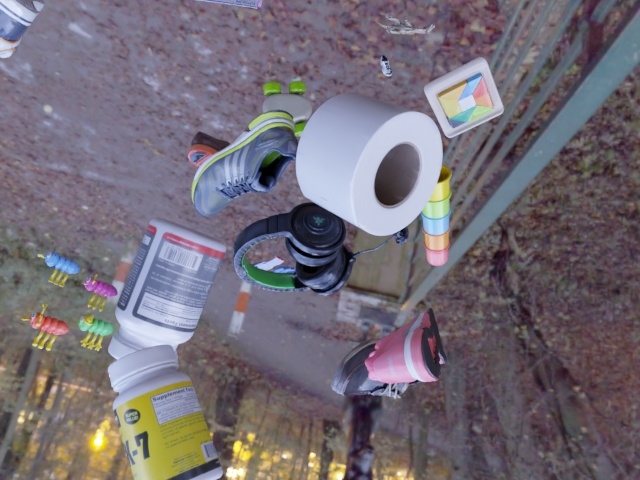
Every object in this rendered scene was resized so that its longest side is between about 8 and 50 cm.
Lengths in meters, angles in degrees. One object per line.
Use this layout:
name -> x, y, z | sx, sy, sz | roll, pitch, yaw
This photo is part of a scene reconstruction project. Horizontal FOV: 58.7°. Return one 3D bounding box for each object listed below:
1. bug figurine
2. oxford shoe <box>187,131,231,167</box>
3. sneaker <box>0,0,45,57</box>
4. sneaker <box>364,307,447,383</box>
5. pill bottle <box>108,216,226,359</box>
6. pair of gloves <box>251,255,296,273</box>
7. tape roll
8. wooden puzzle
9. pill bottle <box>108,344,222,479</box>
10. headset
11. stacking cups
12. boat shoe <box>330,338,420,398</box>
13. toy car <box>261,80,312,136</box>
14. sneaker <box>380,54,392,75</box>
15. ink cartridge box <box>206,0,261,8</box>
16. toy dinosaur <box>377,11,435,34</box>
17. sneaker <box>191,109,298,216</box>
bug figurine -> -0.614, 0.147, 1.422 | 0.216, 0.279, 0.072 | 28, 125, -35
oxford shoe -> -0.247, -0.233, 1.648 | 0.271, 0.098, 0.097 | 25, 140, -30
sneaker -> -0.600, -0.429, 1.050 | 0.126, 0.127, 0.321 | 38, -170, -34
sneaker -> 0.164, 0.209, 1.119 | 0.136, 0.116, 0.314 | -16, 174, 16
pill bottle -> -0.403, 0.140, 1.477 | 0.210, 0.363, 0.210 | 21, 178, 1
pair of gloves -> -0.176, 0.110, 1.913 | 0.159, 0.023, 0.198 | -26, 152, 13
tape roll -> 0.096, -0.152, 1.114 | 0.169, 0.246, 0.246 | 33, 177, 43
wooden puzzle -> 0.498, -0.482, 1.958 | 0.221, 0.044, 0.239 | -24, 131, 17
pill bottle -> -0.233, 0.269, 0.836 | 0.119, 0.209, 0.119 | -22, 163, -7
headset -> 0.000, 0.000, 1.281 | 0.394, 0.185, 0.243 | -8, 144, 7
stacking cups -> 0.329, -0.057, 1.597 | 0.096, 0.096, 0.316 | 5, 132, 23
boat shoe -> 0.178, 0.333, 1.474 | 0.355, 0.132, 0.130 | -8, -148, -45
toy car -> -0.112, -0.376, 1.733 | 0.148, 0.155, 0.188 | -5, 175, -13
sneaker -> 0.239, -0.641, 2.082 | 0.032, 0.083, 0.037 | -20, 159, -2
ink cartridge box -> -0.355, -0.890, 1.952 | 0.324, 0.330, 0.071 | 7, 147, -3
toy dinosaur -> 0.202, -0.555, 1.485 | 0.183, 0.053, 0.092 | 21, -168, 33
sneaker -> -0.162, -0.140, 1.194 | 0.300, 0.121, 0.111 | -40, 141, 25
